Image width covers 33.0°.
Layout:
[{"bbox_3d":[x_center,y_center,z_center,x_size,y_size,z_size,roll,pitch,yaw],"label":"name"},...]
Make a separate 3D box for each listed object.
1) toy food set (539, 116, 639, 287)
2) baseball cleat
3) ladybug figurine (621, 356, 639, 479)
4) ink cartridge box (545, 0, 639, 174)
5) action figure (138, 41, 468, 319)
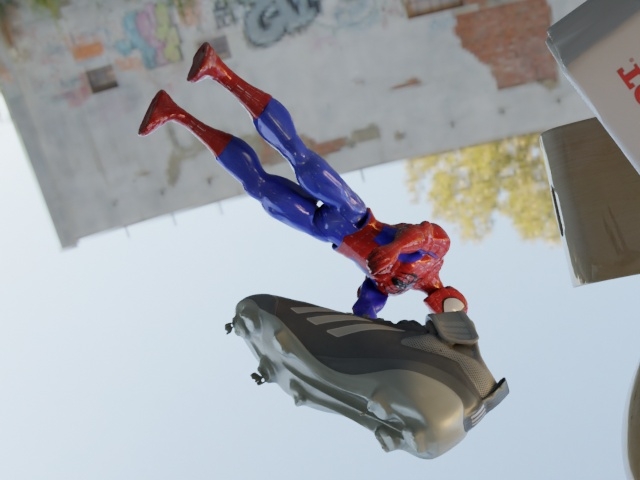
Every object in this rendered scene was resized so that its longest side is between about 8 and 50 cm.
[{"bbox_3d":[0.462,-0.070,1.449,0.306,0.219,0.092,-13,172,23],"label":"toy food set"},{"bbox_3d":[0.033,0.076,0.715,0.109,0.072,0.206,-30,-141,-30],"label":"baseball cleat"},{"bbox_3d":[0.551,0.205,1.435,0.449,0.305,0.162,-52,-177,-11],"label":"ladybug figurine"},{"bbox_3d":[0.227,-0.089,0.482,0.203,0.148,0.086,-36,-166,18],"label":"ink cartridge box"},{"bbox_3d":[0.000,0.000,0.754,0.091,0.280,0.139,-40,-154,33],"label":"action figure"}]
